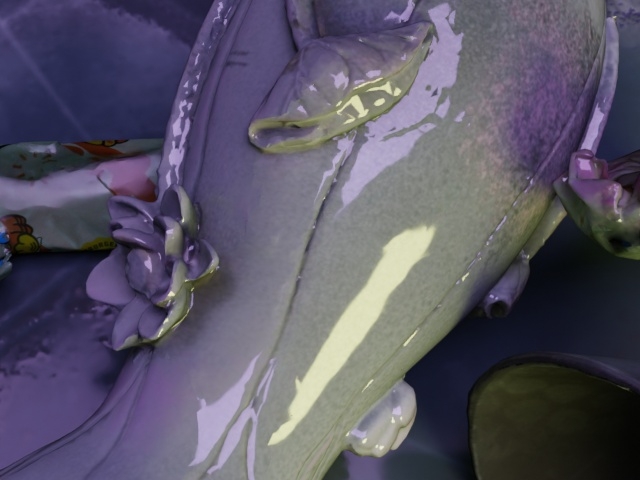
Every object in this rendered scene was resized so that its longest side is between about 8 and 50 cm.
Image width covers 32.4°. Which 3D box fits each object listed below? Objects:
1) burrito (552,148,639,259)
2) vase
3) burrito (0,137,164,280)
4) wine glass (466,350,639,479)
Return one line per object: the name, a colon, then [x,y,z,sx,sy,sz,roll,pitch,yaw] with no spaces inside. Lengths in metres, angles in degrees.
burrito: [0.201,-0.025,0.640,0.096,0.309,0.066,-10,89,20]
vase: [0.000,0.000,0.625,0.250,0.250,0.445,27,70,1]
burrito: [-0.211,-0.009,0.681,0.288,0.054,0.104,-4,71,-13]
wine glass: [0.320,0.085,0.636,0.406,0.267,0.267,-30,76,-23]
